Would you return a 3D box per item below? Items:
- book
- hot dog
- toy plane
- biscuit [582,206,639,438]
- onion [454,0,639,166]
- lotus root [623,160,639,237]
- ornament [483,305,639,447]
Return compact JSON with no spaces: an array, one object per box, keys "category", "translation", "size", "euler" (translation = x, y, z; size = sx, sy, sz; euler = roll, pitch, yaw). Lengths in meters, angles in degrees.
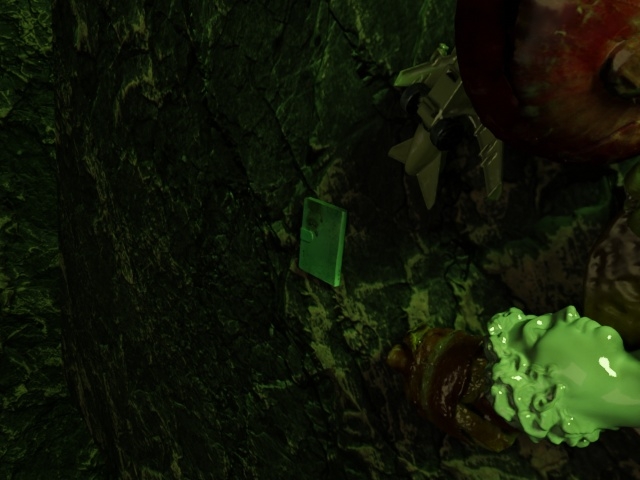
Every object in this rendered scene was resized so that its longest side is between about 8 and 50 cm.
[{"category":"book","translation":[0.000,0.000,0.877],"size":[0.103,0.017,0.135],"euler":[25,117,42]},{"category":"hot dog","translation":[0.173,0.187,0.666],"size":[0.213,0.103,0.146],"euler":[7,106,48]},{"category":"toy plane","translation":[0.165,-0.169,0.594],"size":[0.242,0.104,0.256],"euler":[64,146,38]},{"category":"biscuit","translation":[0.409,0.091,0.398],"size":[0.381,0.074,0.359],"euler":[3,101,47]},{"category":"onion","translation":[0.238,-0.176,0.418],"size":[0.246,0.190,0.246],"euler":[7,128,9]},{"category":"lotus root","translation":[0.321,-0.047,0.370],"size":[0.183,0.077,0.090],"euler":[-26,62,48]},{"category":"ornament","translation":[0.272,0.121,0.430],"size":[0.285,0.120,0.130],"euler":[-11,69,51]}]
